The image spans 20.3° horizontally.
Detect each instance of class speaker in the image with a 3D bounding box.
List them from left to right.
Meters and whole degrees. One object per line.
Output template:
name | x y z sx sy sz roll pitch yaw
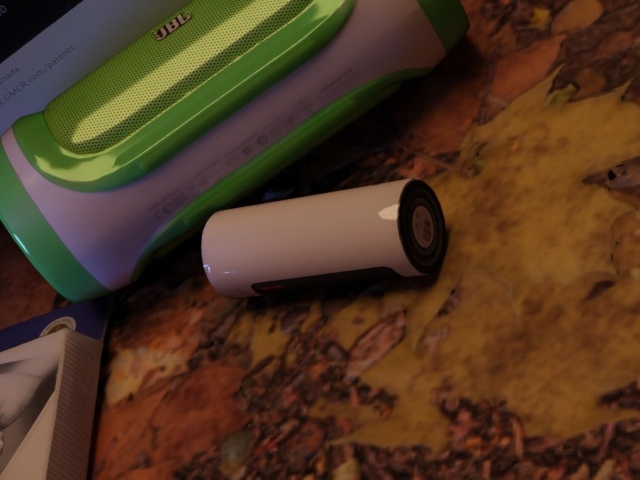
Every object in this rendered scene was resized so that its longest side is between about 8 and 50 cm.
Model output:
speaker | -0.059 -0.088 1.096 0.296 0.131 0.131 -35 39 2
speaker | 0.000 0.000 1.021 0.136 0.055 0.055 -8 47 32

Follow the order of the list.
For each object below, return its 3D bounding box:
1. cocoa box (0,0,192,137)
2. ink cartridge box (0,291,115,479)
cocoa box | -0.140 -0.219 1.204 0.347 0.231 0.228 -37 38 2
ink cartridge box | -0.236 0.132 1.082 0.223 0.045 0.224 -20 42 21
